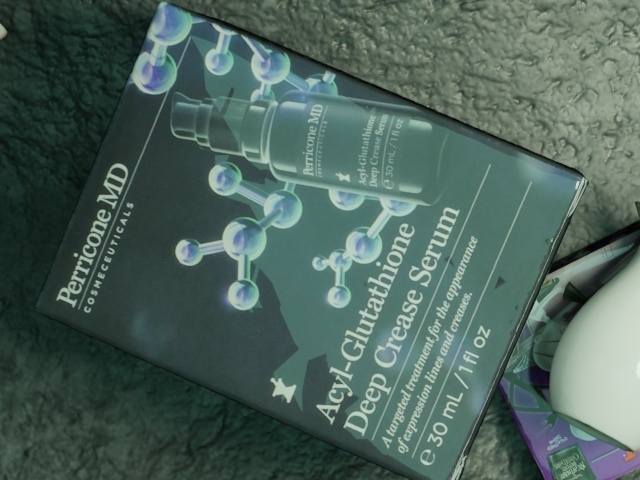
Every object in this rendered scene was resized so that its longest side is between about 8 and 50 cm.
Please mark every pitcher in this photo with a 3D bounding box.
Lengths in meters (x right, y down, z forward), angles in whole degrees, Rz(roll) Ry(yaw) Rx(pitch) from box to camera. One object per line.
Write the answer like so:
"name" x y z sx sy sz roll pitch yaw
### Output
"pitcher" 0.313 0.094 1.681 0.178 0.125 0.207 30 83 -17

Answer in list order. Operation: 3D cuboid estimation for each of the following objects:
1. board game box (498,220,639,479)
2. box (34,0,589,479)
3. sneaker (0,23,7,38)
"board game box" 0.332 0.083 1.753 0.347 0.056 0.208 -27 98 2
"box" 0.000 0.000 1.641 0.395 0.212 0.293 23 95 7
"sneaker" -0.363 -0.217 1.727 0.134 0.051 0.070 45 88 -7
